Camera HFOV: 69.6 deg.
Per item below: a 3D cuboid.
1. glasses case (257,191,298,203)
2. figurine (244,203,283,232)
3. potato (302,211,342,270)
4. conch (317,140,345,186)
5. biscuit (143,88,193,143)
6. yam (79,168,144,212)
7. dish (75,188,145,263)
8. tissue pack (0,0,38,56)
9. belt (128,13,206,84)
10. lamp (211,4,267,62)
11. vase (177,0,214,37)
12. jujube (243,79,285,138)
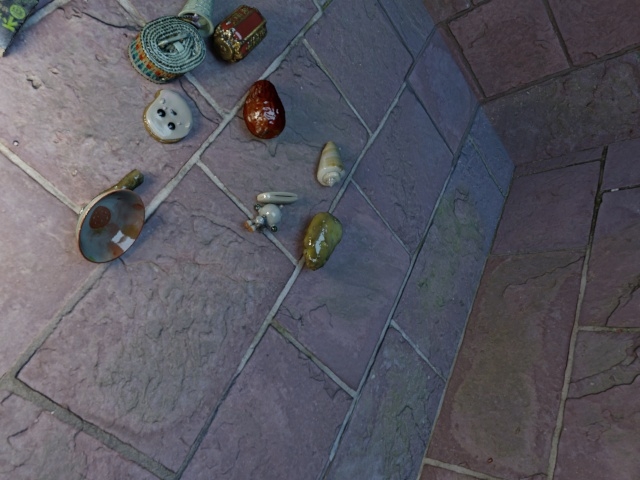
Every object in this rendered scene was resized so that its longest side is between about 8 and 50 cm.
[{"bbox_3d":[-0.186,-0.187,2.035,0.204,0.081,0.051,-1,83,-44],"label":"glasses case"},{"bbox_3d":[-0.240,-0.092,1.968,0.197,0.093,0.147,-35,85,-32],"label":"figurine"},{"bbox_3d":[0.000,0.000,2.139,0.192,0.141,0.296,51,51,-45],"label":"potato"},{"bbox_3d":[0.066,-0.378,2.263,0.158,0.127,0.255,17,72,-39],"label":"conch"},{"bbox_3d":[-0.570,-0.467,1.747,0.181,0.049,0.208,42,56,-29],"label":"biscuit"},{"bbox_3d":[-0.708,-0.152,1.563,0.061,0.061,0.253,55,53,-22],"label":"yam"},{"bbox_3d":[-0.698,-0.059,1.492,0.260,0.085,0.260,-53,159,-30],"label":"dish"},{"bbox_3d":[-0.983,-0.700,1.383,0.173,0.073,0.236,31,64,-35],"label":"tissue pack"},{"bbox_3d":[-0.554,-0.717,1.722,0.295,0.160,0.207,-35,107,-40],"label":"belt"},{"bbox_3d":[-0.340,-0.872,1.945,0.177,0.177,0.274,49,52,-26],"label":"lamp"},{"bbox_3d":[-0.473,-0.987,1.859,0.143,0.143,0.299,22,66,-38],"label":"vase"},{"bbox_3d":[-0.244,-0.568,1.993,0.189,0.190,0.256,13,58,-41],"label":"jujube"}]
